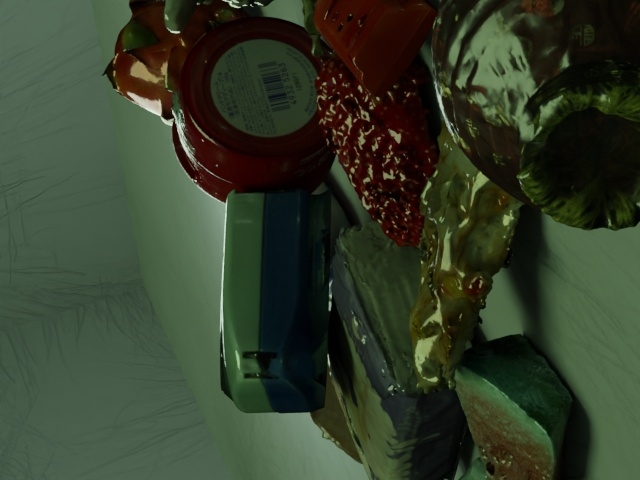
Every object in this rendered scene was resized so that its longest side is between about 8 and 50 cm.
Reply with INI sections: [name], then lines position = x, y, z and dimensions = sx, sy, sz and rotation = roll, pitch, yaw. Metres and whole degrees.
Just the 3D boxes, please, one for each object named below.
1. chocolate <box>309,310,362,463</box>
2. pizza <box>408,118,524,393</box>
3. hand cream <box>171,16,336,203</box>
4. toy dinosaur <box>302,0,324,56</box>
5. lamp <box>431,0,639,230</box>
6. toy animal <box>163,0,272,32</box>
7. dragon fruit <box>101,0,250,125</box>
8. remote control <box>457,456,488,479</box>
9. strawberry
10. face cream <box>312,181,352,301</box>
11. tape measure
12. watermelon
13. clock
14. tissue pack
[chocolate]
position = 0.045, 0.203, 2.478
dimensions = 0.161, 0.083, 0.261
rotation = 39, 149, 36
[pizza]
position = 0.134, 0.012, 1.728
dimensions = 0.189, 0.071, 0.297
rotation = -118, 35, -56
[hand cream]
position = -0.077, -0.166, 2.194
dimensions = 0.149, 0.230, 0.230
rotation = 110, 140, -63
[toy dinosaur]
position = -0.003, -0.322, 2.031
dimensions = 0.251, 0.072, 0.200
rotation = 72, -179, -46
[lamp]
position = 0.192, -0.115, 1.152
dimensions = 0.247, 0.247, 0.247
rotation = 162, 90, -77
[toy animal]
position = -0.112, -0.385, 2.275
dimensions = 0.308, 0.188, 0.266
rotation = 75, -167, -64
[dragon fruit]
position = -0.198, -0.286, 2.560
dimensions = 0.224, 0.227, 0.224
rotation = 41, -137, -54
[remote control]
position = 0.203, 0.322, 2.060
dimensions = 0.247, 0.052, 0.104
rotation = 103, 148, -70
[strawberry]
position = 0.064, -0.119, 1.932
dimensions = 0.188, 0.106, 0.286
rotation = -165, 58, -76
[face cream]
position = 0.000, 0.000, 2.396
dimensions = 0.337, 0.080, 0.163
rotation = -121, 19, -45
[tape measure]
position = -0.057, 0.091, 2.181
dimensions = 0.262, 0.138, 0.259
rotation = 93, 180, -64
[watermelon]
position = 0.225, 0.229, 1.813
dimensions = 0.154, 0.094, 0.241
rotation = 43, 150, 46
[clock]
position = 0.050, -0.240, 1.821
dimensions = 0.113, 0.061, 0.155
rotation = -57, 34, 17
[tissue pack]
position = 0.096, 0.156, 2.110
dimensions = 0.344, 0.125, 0.242
rotation = 92, 158, -60
